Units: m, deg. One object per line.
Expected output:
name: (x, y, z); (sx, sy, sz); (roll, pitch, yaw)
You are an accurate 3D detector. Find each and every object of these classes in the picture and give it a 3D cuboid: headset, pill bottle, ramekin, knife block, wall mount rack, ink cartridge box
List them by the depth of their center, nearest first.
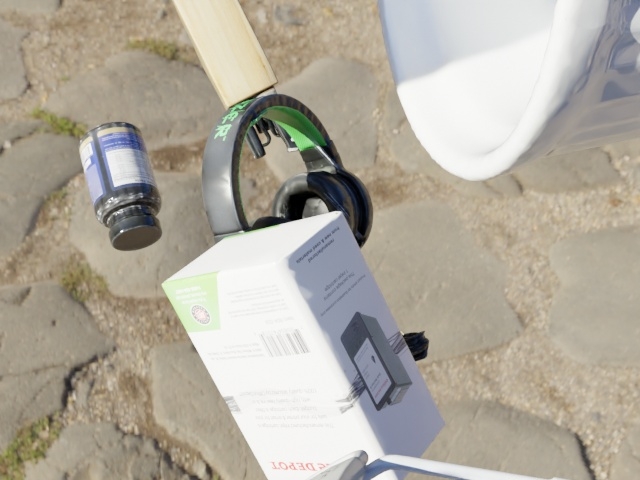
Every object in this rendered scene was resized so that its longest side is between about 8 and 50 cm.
ramekin: (0.123, -0.174, 0.452); (0.135, 0.277, 0.277); (-7, 50, -11)
wall mount rack: (0.037, 0.225, 0.631); (0.304, 0.350, 0.130); (-33, 83, 10)
ink cartridge box: (-0.018, 0.125, 0.977); (0.198, 0.272, 0.115); (-11, 21, 45)
headset: (0.000, 0.000, 1.157); (0.185, 0.394, 0.243); (-7, 29, 34)
knife block: (-0.121, -0.256, 1.367); (0.088, 0.275, 0.242); (-28, 53, -5)
pill bottle: (-0.361, -0.097, 1.656); (0.123, 0.123, 0.219); (-12, 66, -18)
